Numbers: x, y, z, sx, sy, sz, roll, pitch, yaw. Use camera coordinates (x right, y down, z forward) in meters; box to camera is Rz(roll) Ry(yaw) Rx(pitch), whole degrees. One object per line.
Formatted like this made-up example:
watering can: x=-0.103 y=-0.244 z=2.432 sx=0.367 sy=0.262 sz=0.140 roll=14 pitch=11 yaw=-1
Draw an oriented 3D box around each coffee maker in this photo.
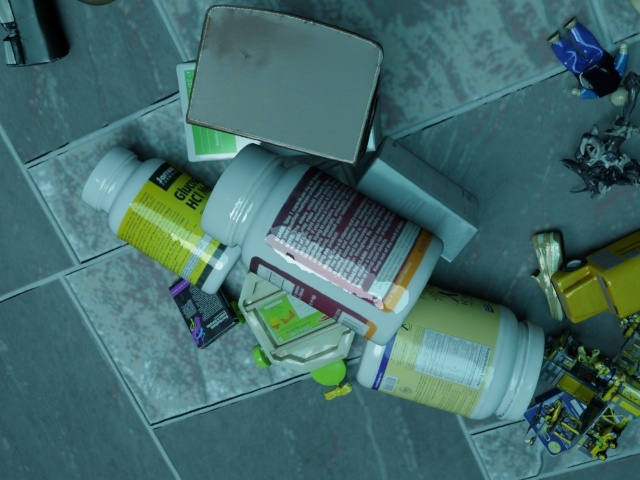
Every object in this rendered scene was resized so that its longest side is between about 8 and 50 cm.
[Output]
coffee maker: x=-0.563 y=-0.441 z=1.513 sx=0.171 sy=0.120 sz=0.178 roll=1 pitch=118 yaw=24

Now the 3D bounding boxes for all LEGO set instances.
LEGO set: x=0.515 y=0.248 z=1.487 sx=0.192 sy=0.331 sz=0.254 roll=32 pitch=135 yaw=13

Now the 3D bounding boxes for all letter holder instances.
letter holder: x=-0.050 y=-0.276 z=1.320 sx=0.302 sy=0.152 sz=0.214 roll=15 pitch=106 yaw=6

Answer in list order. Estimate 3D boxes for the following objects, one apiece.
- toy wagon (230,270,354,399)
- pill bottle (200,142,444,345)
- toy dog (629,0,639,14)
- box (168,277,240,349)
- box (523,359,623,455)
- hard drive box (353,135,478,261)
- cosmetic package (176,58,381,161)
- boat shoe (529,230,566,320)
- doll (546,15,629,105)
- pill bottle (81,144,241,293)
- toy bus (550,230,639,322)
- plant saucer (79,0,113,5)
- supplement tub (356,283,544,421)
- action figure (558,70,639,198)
toy wagon: x=-0.034 y=0.195 z=1.697 sx=0.267 sy=0.068 sz=0.344 roll=-25 pitch=105 yaw=18
pill bottle: x=0.000 y=0.000 z=1.379 sx=0.392 sy=0.224 sz=0.224 roll=30 pitch=112 yaw=4
toy dog: x=0.529 y=-0.497 z=1.263 sx=0.334 sy=0.161 sz=0.220 roll=34 pitch=110 yaw=9
box: x=-0.258 y=0.142 z=1.695 sx=0.116 sy=0.029 sz=0.162 roll=-37 pitch=71 yaw=23
box: x=0.569 y=0.369 z=1.675 sx=0.225 sy=0.036 sz=0.136 roll=-32 pitch=101 yaw=17
hard drive box: x=0.189 y=-0.086 z=1.494 sx=0.232 sy=0.181 sz=0.089 roll=36 pitch=113 yaw=-4
cosmetic package: x=-0.071 y=-0.267 z=1.485 sx=0.366 sy=0.155 sz=0.196 roll=-3 pitch=107 yaw=12
boat shoe: x=0.467 y=0.073 z=1.575 sx=0.072 sy=0.068 sz=0.189 roll=-4 pitch=101 yaw=24
doll: x=0.510 y=-0.324 z=1.422 sx=0.129 sy=0.046 sz=0.189 roll=-40 pitch=99 yaw=21
pill bottle: x=-0.311 y=-0.050 z=1.587 sx=0.334 sy=0.188 sz=0.187 roll=33 pitch=112 yaw=-4
toy bus: x=0.625 y=0.052 z=1.478 sx=0.333 sy=0.130 sz=0.108 roll=-26 pitch=105 yaw=1
plant saucer: x=-0.454 y=-0.549 z=1.512 sx=0.169 sy=0.029 sz=0.168 roll=3 pitch=111 yaw=8
supplement tub: x=0.259 y=0.223 z=1.564 sx=0.332 sy=0.241 sz=0.240 roll=16 pitch=112 yaw=3
action figure: x=0.549 y=-0.167 z=1.408 sx=0.164 sy=0.141 sz=0.275 roll=19 pitch=126 yaw=-1
